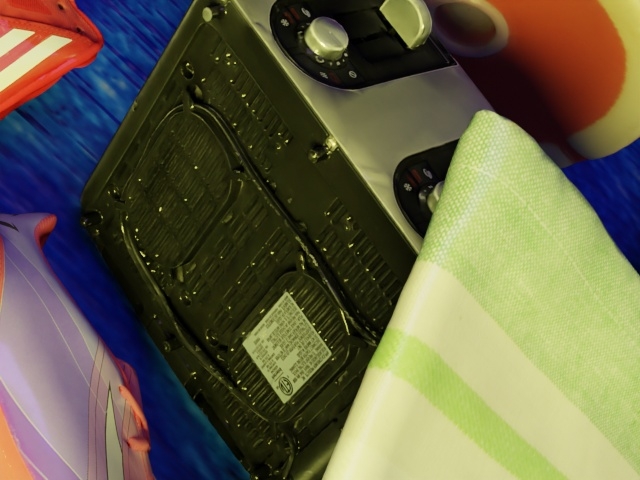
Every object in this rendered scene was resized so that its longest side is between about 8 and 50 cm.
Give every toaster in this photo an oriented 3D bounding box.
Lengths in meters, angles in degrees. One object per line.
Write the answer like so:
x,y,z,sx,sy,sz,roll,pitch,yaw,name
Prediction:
0.000,0.000,0.550,0.110,0.186,0.168,-22,70,-42,toaster

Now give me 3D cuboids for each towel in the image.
0.054,0.162,0.440,0.248,0.038,0.325,42,65,-46,towel

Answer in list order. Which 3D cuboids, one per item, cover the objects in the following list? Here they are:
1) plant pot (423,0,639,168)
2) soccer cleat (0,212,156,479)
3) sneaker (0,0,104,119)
0.102,-0.186,0.669,0.275,0.275,0.243,31,61,-15,plant pot
-0.084,0.097,0.497,0.095,0.083,0.248,-21,74,-43,soccer cleat
-0.149,-0.136,0.595,0.128,0.087,0.221,29,64,-27,sneaker
